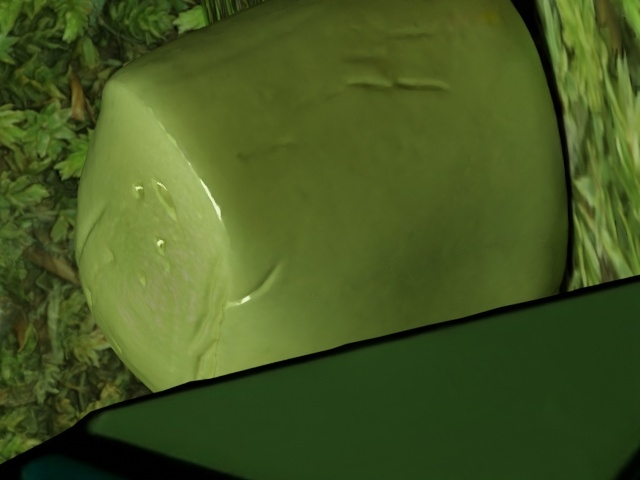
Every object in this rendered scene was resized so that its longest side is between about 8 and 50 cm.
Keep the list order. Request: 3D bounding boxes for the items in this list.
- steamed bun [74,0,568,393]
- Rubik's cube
[{"bbox_3d":[0.000,0.000,0.852,0.155,0.200,0.250,58,160,26],"label":"steamed bun"},{"bbox_3d":[0.064,0.178,0.452,0.250,0.246,0.248,-114,12,-59],"label":"Rubik's cube"}]
